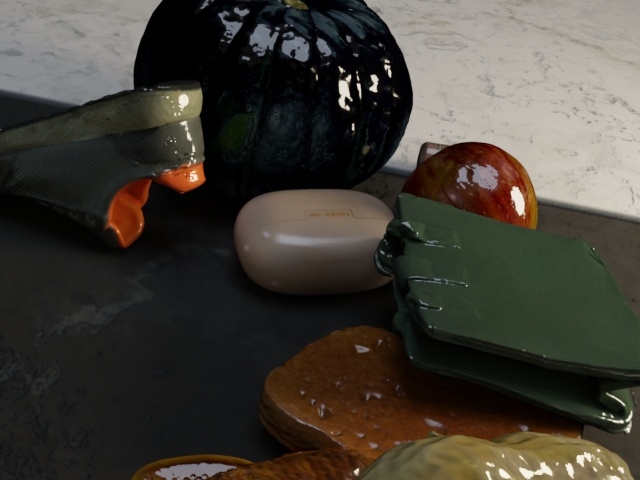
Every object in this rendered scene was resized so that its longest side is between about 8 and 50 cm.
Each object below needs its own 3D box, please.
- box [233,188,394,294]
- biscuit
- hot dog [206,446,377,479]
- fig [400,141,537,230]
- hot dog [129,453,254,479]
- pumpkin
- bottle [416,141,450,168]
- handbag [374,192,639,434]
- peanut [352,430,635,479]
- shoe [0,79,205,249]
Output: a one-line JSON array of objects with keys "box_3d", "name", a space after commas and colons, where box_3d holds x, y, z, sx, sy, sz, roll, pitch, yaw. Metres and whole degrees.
[{"box_3d": [0.000, 0.000, 1.107, 0.200, 0.088, 0.146, -3, 38, -19], "name": "box"}, {"box_3d": [0.104, 0.165, 0.917, 0.277, 0.052, 0.262, 25, 33, 19], "name": "biscuit"}, {"box_3d": [-0.013, 0.226, 0.692, 0.227, 0.099, 0.160, 12, 47, -52], "name": "hot dog"}, {"box_3d": [0.196, -0.014, 1.138, 0.175, 0.175, 0.207, -11, 57, -30], "name": "fig"}, {"box_3d": [-0.086, 0.218, 0.779, 0.140, 0.060, 0.090, -6, 39, -13], "name": "hot dog"}, {"box_3d": [-0.059, -0.202, 1.244, 0.364, 0.266, 0.363, 11, 29, -6], "name": "pumpkin"}, {"box_3d": [0.208, -0.104, 1.361, 0.140, 0.053, 0.053, 11, 32, 1], "name": "bottle"}, {"box_3d": [0.189, 0.065, 0.970, 0.260, 0.079, 0.247, 14, 29, -11], "name": "handbag"}, {"box_3d": [0.117, 0.207, 0.674, 0.313, 0.149, 0.149, 12, 23, -47], "name": "peanut"}, {"box_3d": [-0.270, -0.069, 1.109, 0.337, 0.171, 0.132, -13, 10, 21], "name": "shoe"}]
